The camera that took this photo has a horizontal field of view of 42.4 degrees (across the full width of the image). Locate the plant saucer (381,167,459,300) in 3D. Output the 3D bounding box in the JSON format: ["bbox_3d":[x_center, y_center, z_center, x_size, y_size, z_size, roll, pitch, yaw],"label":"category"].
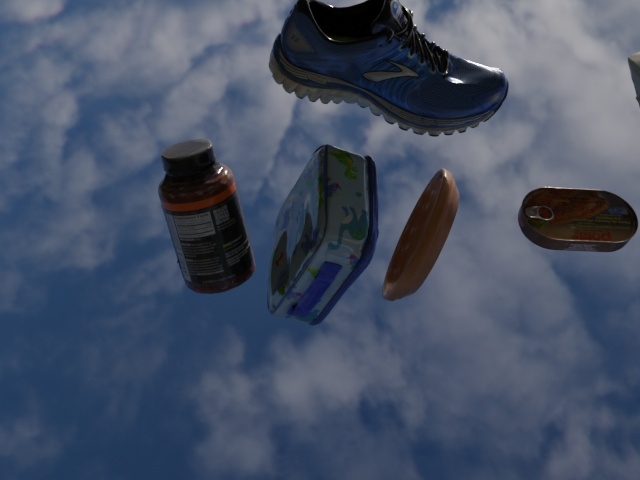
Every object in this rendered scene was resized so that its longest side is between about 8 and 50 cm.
[{"bbox_3d":[0.143,-0.003,1.152,0.037,0.200,0.200,24,-109,-2],"label":"plant saucer"}]

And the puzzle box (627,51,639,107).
[{"bbox_3d":[0.424,-0.125,0.474,0.408,0.052,0.272,-20,-156,10],"label":"puzzle box"}]

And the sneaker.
[{"bbox_3d":[0.103,-0.244,1.108,0.329,0.147,0.130,11,-134,-10],"label":"sneaker"}]

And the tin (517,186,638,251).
[{"bbox_3d":[0.408,-0.032,1.315,0.189,0.040,0.106,3,-129,-5],"label":"tin"}]

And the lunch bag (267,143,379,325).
[{"bbox_3d":[0.000,0.000,1.079,0.090,0.219,0.176,15,-131,-17],"label":"lunch bag"}]

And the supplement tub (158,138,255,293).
[{"bbox_3d":[-0.157,-0.034,1.118,0.106,0.198,0.106,-9,-154,4],"label":"supplement tub"}]
